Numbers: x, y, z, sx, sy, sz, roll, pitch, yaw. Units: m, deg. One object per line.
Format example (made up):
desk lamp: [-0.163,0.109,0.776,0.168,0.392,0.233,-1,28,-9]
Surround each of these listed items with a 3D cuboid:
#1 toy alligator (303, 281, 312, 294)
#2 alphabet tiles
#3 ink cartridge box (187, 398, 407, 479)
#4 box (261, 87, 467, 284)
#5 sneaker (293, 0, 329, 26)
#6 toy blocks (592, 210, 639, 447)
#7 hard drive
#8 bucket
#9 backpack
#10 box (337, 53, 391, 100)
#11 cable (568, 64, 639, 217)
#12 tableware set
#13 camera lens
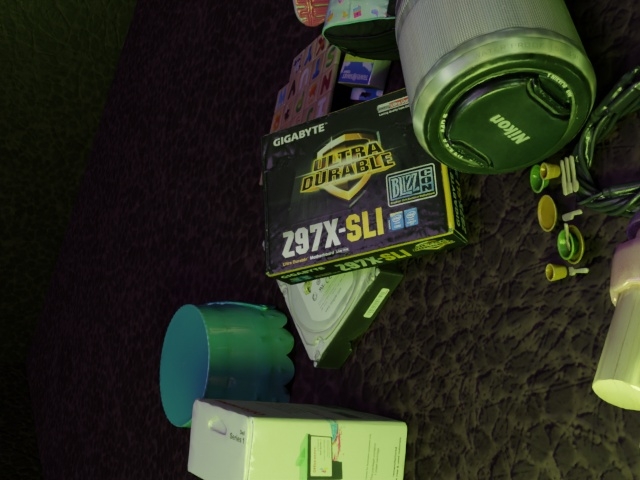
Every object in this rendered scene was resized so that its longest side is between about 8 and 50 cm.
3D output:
toy alligator: [0.000,0.000,1.271,0.051,0.056,0.190,-3,74,15]
alphabet tiles: [-0.045,-0.252,1.499,0.285,0.011,0.343,-21,56,60]
ink cartridge box: [-0.039,0.319,1.141,0.201,0.278,0.117,-5,76,57]
box: [0.059,-0.086,1.176,0.322,0.079,0.257,-14,69,27]
sneaker: [-0.011,-0.566,1.526,0.111,0.103,0.252,-163,79,-75]
toy blocks: [0.406,0.077,0.563,0.288,0.309,0.260,-3,49,45]
hard drive: [0.006,0.032,1.355,0.237,0.064,0.339,-58,38,29]
bucket: [-0.196,0.254,1.490,0.281,0.183,0.281,-22,63,53]
backpack: [0.102,-0.368,1.199,0.188,0.166,0.144,-5,79,40]
box: [0.091,-0.347,1.349,0.109,0.042,0.178,24,100,57]
cable: [0.366,-0.102,0.862,0.184,0.047,0.150,-57,46,37]
tableware set: [0.294,-0.027,0.932,0.104,0.024,0.154,147,119,-78]
camera lens: [0.213,-0.240,0.949,0.219,0.219,0.274,-45,38,42]
